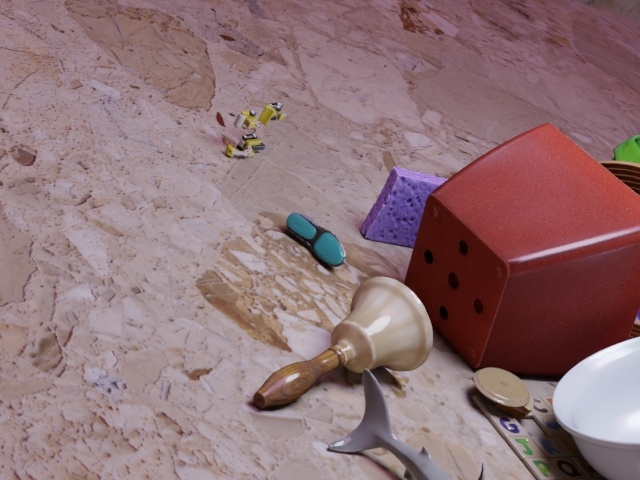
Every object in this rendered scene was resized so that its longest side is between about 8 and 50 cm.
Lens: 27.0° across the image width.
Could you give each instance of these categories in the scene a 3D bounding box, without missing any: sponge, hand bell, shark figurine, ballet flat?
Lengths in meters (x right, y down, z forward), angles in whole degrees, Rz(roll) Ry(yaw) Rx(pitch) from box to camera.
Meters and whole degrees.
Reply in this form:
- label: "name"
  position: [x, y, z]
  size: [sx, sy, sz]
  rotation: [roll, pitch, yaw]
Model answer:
- label: "sponge"
  position: [0.174, -0.040, 2.016]
  size: [0.210, 0.117, 0.031]
  rotation: [10, 30, -29]
- label: "hand bell"
  position: [0.012, 0.140, 1.568]
  size: [0.126, 0.126, 0.242]
  rotation: [37, 39, 25]
- label: "shark figurine"
  position: [0.126, 0.258, 1.406]
  size: [0.166, 0.116, 0.278]
  rotation: [15, 29, -24]
- label: "ballet flat"
  position: [0.000, 0.000, 1.880]
  size: [0.114, 0.041, 0.041]
  rotation: [41, 29, 28]

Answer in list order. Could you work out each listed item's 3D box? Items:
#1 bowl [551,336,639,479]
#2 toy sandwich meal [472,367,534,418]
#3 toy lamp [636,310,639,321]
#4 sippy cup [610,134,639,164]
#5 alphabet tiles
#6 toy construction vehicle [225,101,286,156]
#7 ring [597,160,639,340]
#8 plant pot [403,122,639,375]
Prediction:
- label: "bowl"
  position: [0.443, 0.229, 1.633]
  size: [0.298, 0.134, 0.298]
  rotation: [-14, 19, 5]
- label: "toy sandwich meal"
  position: [0.231, 0.194, 1.701]
  size: [0.086, 0.029, 0.085]
  rotation: [16, 27, -8]
- label: "toy lamp"
  position: [0.396, 0.041, 2.036]
  size: [0.274, 0.080, 0.080]
  rotation: [45, 27, 0]
- label: "sippy cup"
  position: [0.625, -0.037, 2.319]
  size: [0.305, 0.240, 0.224]
  rotation: [7, 40, -15]
- label: "alphabet tiles"
  position: [0.333, 0.263, 1.700]
  size: [0.237, 0.009, 0.198]
  rotation: [5, 31, -35]
- label: "toy construction vehicle"
  position: [-0.099, -0.168, 2.059]
  size: [0.035, 0.086, 0.098]
  rotation: [43, 29, 21]
- label: "ring"
  position: [0.450, 0.038, 1.895]
  size: [0.336, 0.336, 0.032]
  rotation: [34, 51, 19]
- label: "plant pot"
  position: [0.270, 0.030, 1.827]
  size: [0.236, 0.267, 0.267]
  rotation: [-13, 42, -31]
